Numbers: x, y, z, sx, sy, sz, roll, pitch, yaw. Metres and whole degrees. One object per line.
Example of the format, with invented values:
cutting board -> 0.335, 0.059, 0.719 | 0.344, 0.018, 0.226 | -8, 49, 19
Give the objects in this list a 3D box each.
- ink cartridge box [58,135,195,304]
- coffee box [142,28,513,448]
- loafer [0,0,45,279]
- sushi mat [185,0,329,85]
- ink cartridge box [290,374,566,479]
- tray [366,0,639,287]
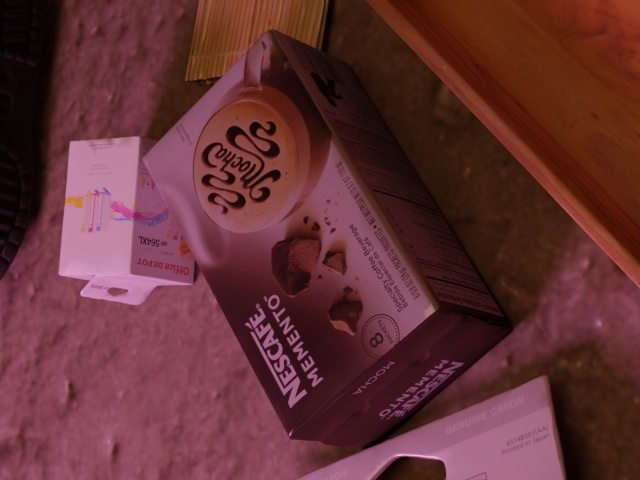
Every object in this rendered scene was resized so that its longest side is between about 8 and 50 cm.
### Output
ink cartridge box -> -0.172, -0.015, 1.399 | 0.090, 0.092, 0.143 | -2, 82, 36
coffee box -> 0.000, 0.000, 1.251 | 0.168, 0.119, 0.297 | -42, 59, 22
loafer -> -0.363, -0.097, 1.551 | 0.130, 0.134, 0.366 | -3, 72, 54
sushi mat -> -0.039, -0.295, 1.396 | 0.151, 0.019, 0.317 | 6, 85, 38
ink cartridge box -> 0.087, 0.276, 1.171 | 0.296, 0.066, 0.261 | -27, 50, 30
tray -> 0.210, -0.148, 1.141 | 0.411, 0.076, 0.203 | 51, 118, 31
